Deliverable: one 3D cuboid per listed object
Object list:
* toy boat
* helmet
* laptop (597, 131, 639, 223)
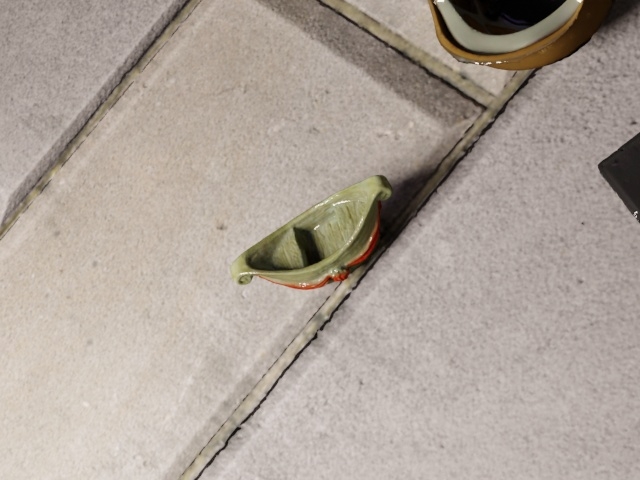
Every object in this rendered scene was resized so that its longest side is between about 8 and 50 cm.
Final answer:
[{"bbox_3d":[0.001,0.000,1.801,0.185,0.071,0.089,-31,52,15],"label":"toy boat"},{"bbox_3d":[0.210,-0.256,1.775,0.198,0.130,0.224,3,77,39],"label":"helmet"},{"bbox_3d":[0.350,-0.081,1.657,0.180,0.016,0.129,-38,50,7],"label":"laptop"}]
